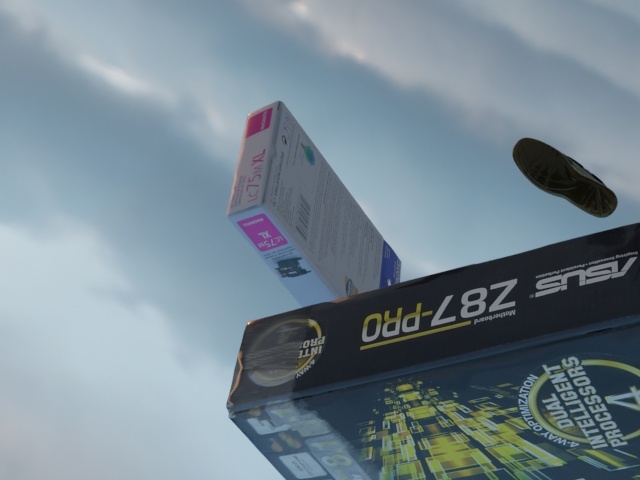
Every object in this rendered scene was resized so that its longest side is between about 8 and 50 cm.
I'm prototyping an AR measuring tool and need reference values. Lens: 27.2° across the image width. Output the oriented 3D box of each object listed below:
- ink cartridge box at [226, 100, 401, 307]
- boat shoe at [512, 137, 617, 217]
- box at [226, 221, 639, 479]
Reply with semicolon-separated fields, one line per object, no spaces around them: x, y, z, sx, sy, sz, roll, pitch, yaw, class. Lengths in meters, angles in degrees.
0.000;0.000;1.637;0.311;0.065;0.185;49;-147;-34;ink cartridge box
0.314;-0.081;1.711;0.152;0.056;0.049;37;-169;2;boat shoe
0.165;0.176;0.997;0.395;0.318;0.097;55;-146;-37;box
